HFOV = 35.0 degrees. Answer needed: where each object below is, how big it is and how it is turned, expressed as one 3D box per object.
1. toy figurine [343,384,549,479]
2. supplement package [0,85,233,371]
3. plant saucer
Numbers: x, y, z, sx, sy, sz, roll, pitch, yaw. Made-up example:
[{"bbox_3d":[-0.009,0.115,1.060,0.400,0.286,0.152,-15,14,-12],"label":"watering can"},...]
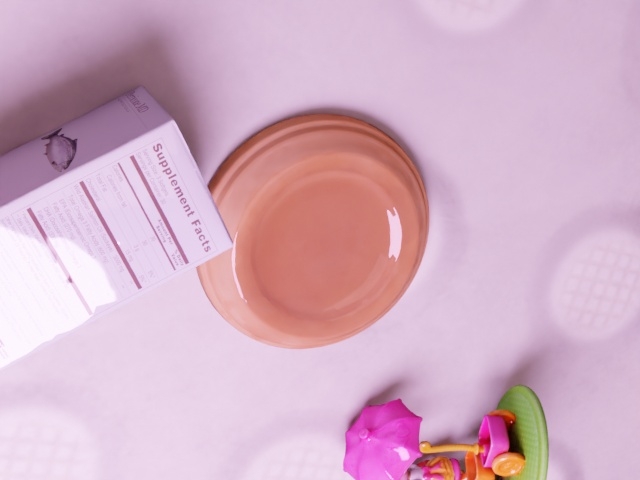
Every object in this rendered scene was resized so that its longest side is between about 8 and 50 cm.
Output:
[{"bbox_3d":[0.095,0.199,0.905,0.159,0.130,0.173,8,132,-10],"label":"toy figurine"},{"bbox_3d":[-0.169,-0.013,0.699,0.179,0.105,0.105,-29,118,-10],"label":"supplement package"},{"bbox_3d":[0.000,0.000,0.810,0.200,0.037,0.199,-8,113,-19],"label":"plant saucer"}]
